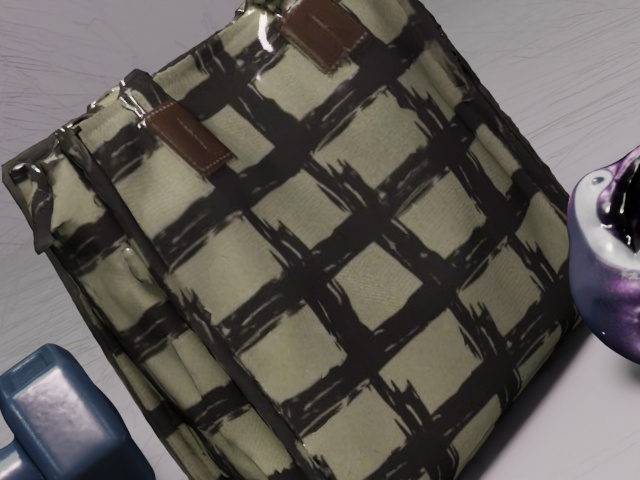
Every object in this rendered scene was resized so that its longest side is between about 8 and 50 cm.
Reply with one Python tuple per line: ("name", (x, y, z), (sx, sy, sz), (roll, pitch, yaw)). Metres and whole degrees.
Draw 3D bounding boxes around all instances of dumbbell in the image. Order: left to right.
("dumbbell", (-0.290, 0.225, 1.213), (0.316, 0.156, 0.143), (-36, 46, -10))

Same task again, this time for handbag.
("handbag", (0.000, 0.000, 1.000), (0.162, 0.327, 0.325), (-19, 19, 50))

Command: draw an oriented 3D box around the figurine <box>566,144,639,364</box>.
("figurine", (0.256, -0.002, 0.917), (0.222, 0.145, 0.145), (-13, 23, 24))
